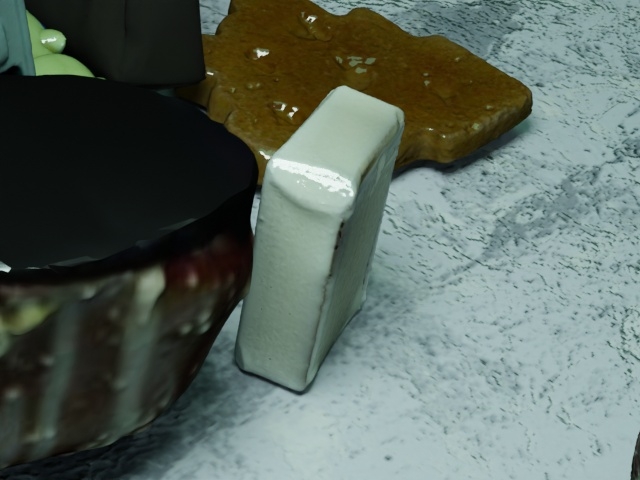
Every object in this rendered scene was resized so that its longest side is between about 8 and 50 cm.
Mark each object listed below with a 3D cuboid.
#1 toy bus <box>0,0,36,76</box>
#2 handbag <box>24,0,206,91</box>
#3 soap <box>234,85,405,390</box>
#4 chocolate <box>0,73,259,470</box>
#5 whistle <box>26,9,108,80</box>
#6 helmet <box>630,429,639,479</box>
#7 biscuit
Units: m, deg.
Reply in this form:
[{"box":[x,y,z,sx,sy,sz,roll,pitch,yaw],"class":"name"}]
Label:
[{"box":[-0.320,-0.151,1.286,0.199,0.343,0.183,27,47,32],"class":"toy bus"},{"box":[-0.193,-0.273,1.508,0.113,0.257,0.285,-20,38,-35],"class":"handbag"},{"box":[0.000,0.000,1.297,0.064,0.183,0.121,21,38,12],"class":"soap"},{"box":[-0.212,0.039,1.177,0.340,0.210,0.225,-8,35,-25],"class":"chocolate"},{"box":[-0.242,-0.128,1.468,0.227,0.105,0.085,44,8,33],"class":"whistle"},{"box":[0.269,0.175,1.219,0.153,0.107,0.177,16,57,0],"class":"helmet"},{"box":[0.028,-0.121,1.564,0.301,0.043,0.278,9,37,-2],"class":"biscuit"}]
